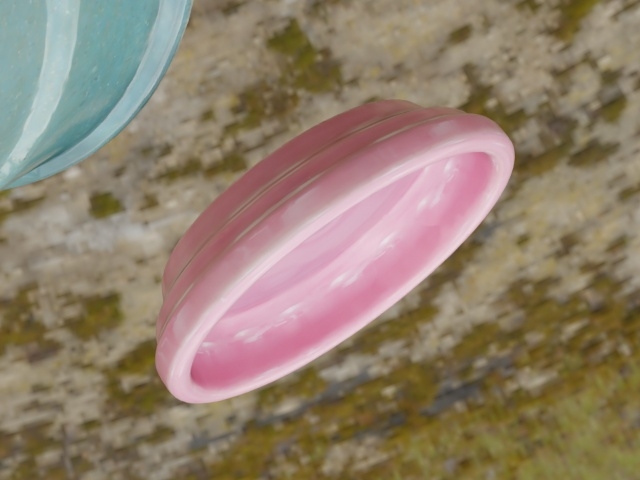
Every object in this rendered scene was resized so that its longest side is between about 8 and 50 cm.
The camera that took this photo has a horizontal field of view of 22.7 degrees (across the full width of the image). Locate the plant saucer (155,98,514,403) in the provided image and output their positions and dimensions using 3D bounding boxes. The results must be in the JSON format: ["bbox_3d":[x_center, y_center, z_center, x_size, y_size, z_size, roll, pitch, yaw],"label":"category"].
[{"bbox_3d":[0.000,0.000,1.263,0.332,0.084,0.332,-34,163,-12],"label":"plant saucer"}]

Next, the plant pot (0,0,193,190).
[{"bbox_3d":[-0.266,-0.096,0.593,0.341,0.341,0.334,-46,-176,37],"label":"plant pot"}]
